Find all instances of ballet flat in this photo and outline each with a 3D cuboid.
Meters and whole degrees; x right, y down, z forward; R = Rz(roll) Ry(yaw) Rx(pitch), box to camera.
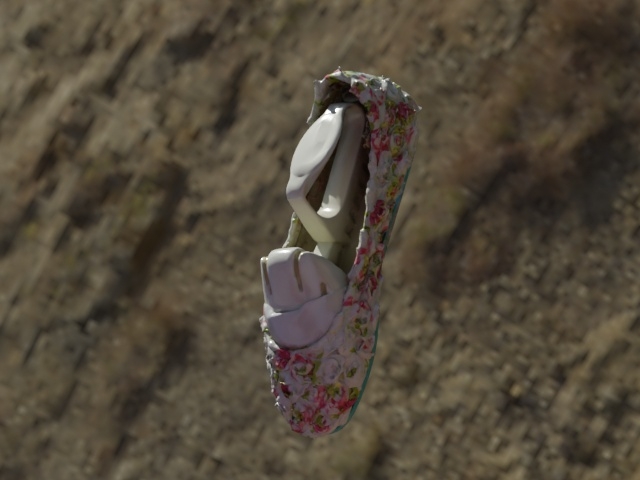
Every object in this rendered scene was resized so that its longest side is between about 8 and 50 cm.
[{"bbox_3d":[0.000,0.000,1.224,0.091,0.077,0.241,-5,64,38],"label":"ballet flat"}]
